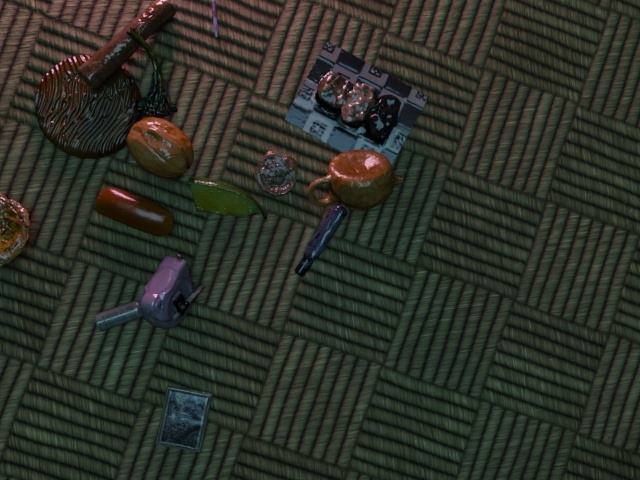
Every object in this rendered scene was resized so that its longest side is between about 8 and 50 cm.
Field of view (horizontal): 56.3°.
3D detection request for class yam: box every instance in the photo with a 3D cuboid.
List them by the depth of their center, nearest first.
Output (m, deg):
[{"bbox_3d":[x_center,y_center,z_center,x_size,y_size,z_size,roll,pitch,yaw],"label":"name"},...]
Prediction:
[{"bbox_3d":[-0.572,-0.591,1.778,0.081,0.081,0.357,42,76,-2],"label":"yam"}]

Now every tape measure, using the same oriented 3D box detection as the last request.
[{"bbox_3d":[-0.432,0.164,1.738,0.105,0.178,0.196,13,60,16],"label":"tape measure"}]

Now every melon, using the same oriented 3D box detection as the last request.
[{"bbox_3d":[-0.286,-0.117,1.822,0.261,0.053,0.114,18,95,-3],"label":"melon"}]

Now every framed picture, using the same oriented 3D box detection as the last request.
[{"bbox_3d":[-0.414,0.542,1.812,0.141,0.011,0.183,12,88,-4],"label":"framed picture"}]

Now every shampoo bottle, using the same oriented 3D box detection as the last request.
[{"bbox_3d":[-0.570,0.214,1.787,0.195,0.056,0.056,-18,90,-5],"label":"shampoo bottle"}]

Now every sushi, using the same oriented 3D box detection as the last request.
[{"bbox_3d":[0.119,-0.419,1.834,0.372,0.100,0.297,29,87,-3],"label":"sushi"}]

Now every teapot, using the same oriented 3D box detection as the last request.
[{"bbox_3d":[0.109,-0.161,1.800,0.310,0.203,0.167,-17,132,-15],"label":"teapot"}]

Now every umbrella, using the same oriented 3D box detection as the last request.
[{"bbox_3d":[-0.002,-0.001,1.837,0.053,0.052,0.251,35,86,-3],"label":"umbrella"}]

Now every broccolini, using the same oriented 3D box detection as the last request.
[{"bbox_3d":[-0.527,-0.484,1.765,0.123,0.062,0.272,-32,113,-30],"label":"broccolini"}]

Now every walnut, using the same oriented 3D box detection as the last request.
[{"bbox_3d":[-0.472,-0.273,1.761,0.206,0.159,0.159,33,86,-3],"label":"walnut"}]

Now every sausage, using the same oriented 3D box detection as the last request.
[{"bbox_3d":[-0.547,-0.086,1.780,0.238,0.098,0.098,21,87,-2],"label":"sausage"}]

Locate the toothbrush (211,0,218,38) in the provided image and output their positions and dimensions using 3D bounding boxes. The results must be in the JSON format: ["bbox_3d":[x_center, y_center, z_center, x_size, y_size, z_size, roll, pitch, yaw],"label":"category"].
[{"bbox_3d":[-0.329,-0.719,1.849,0.013,0.019,0.194,-5,91,-5],"label":"toothbrush"}]

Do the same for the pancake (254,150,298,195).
[{"bbox_3d":[-0.136,-0.208,1.847,0.139,0.022,0.140,0,89,-5],"label":"pancake"}]

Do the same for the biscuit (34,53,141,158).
[{"bbox_3d":[-0.698,-0.405,1.802,0.317,0.040,0.318,0,88,-4],"label":"biscuit"}]

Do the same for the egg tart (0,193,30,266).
[{"bbox_3d":[-0.970,-0.026,1.746,0.252,0.098,0.232,-8,83,-8],"label":"egg tart"}]
